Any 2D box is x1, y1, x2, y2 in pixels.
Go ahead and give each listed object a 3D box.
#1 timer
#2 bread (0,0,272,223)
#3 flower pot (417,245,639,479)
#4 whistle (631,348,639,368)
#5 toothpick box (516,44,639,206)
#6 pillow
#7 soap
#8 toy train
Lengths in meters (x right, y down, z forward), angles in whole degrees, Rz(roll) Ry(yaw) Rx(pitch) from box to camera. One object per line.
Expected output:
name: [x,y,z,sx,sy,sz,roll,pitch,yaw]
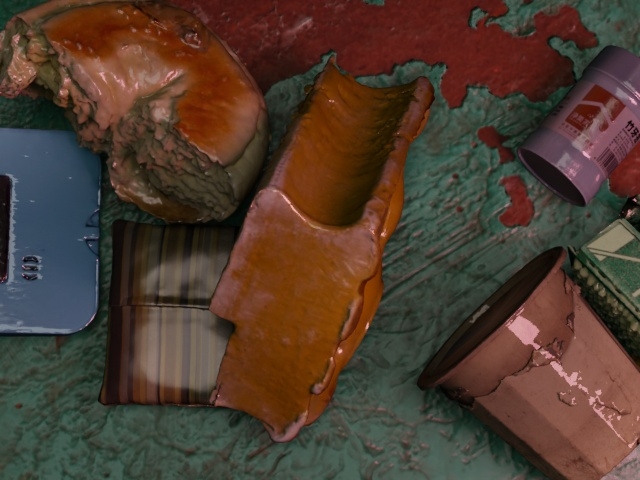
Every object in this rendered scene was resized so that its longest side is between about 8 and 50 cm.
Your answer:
timer: [-0.370,-0.007,1.744,0.250,0.091,0.232,3,78,-10]
bread: [-0.191,-0.161,1.705,0.314,0.171,0.192,30,53,0]
flower pot: [0.241,0.145,1.627,0.212,0.212,0.202,-44,88,-6]
whistle: [0.388,0.118,1.705,0.109,0.046,0.057,-7,94,6]
toothpick box: [0.301,-0.125,1.720,0.101,0.101,0.153,40,83,8]
pillow: [-0.131,0.081,1.717,0.212,0.052,0.208,2,80,0]
soap: [0.000,0.000,1.711,0.169,0.339,0.304,23,125,1]
toy train: [0.391,0.069,1.654,0.154,0.115,0.269,-37,60,-7]
